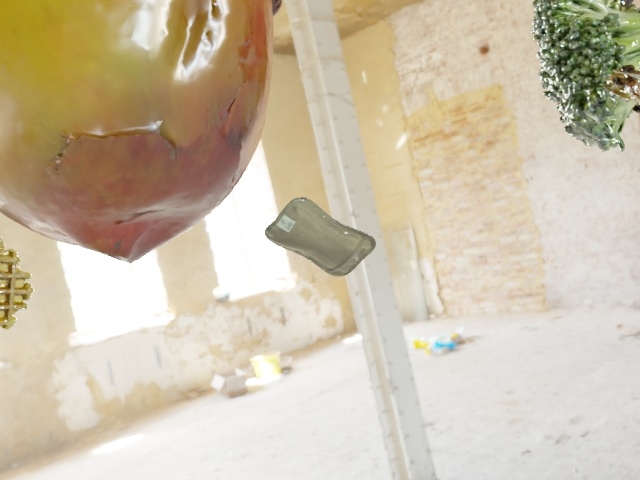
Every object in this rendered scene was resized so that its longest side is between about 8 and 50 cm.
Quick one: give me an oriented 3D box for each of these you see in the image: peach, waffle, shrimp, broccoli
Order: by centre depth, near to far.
[{"bbox_3d":[-0.203,-0.164,0.565,0.372,0.373,0.290,-13,-27,9],"label":"peach"},{"bbox_3d":[0.434,-0.154,0.741,0.217,0.051,0.115,34,-7,39],"label":"shrimp"},{"bbox_3d":[-0.569,0.080,1.030,0.191,0.191,0.038,-13,11,-37],"label":"waffle"},{"bbox_3d":[0.529,-0.345,1.207,0.271,0.335,0.324,-2,-22,-4],"label":"broccoli"}]

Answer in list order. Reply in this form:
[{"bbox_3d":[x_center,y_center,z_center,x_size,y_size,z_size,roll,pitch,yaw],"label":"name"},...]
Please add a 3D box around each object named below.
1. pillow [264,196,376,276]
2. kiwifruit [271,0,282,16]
[{"bbox_3d":[0.000,0.000,1.243,0.217,0.033,0.130,27,-58,-28],"label":"pillow"},{"bbox_3d":[-0.116,-0.343,0.917,0.124,0.075,0.075,-26,1,-4],"label":"kiwifruit"}]
